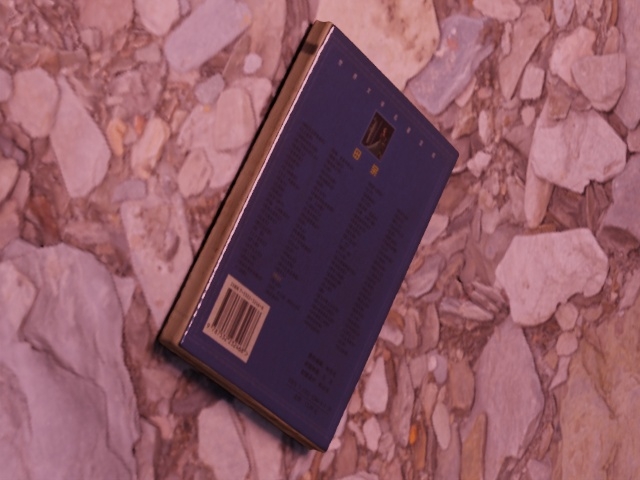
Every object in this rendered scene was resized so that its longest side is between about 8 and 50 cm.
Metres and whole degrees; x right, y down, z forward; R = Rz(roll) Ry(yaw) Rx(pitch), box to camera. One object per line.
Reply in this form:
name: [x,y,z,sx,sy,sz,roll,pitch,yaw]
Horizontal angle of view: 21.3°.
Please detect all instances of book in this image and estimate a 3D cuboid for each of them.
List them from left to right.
book: [0.000,0.000,1.267,0.191,0.025,0.269,41,67,-43]
